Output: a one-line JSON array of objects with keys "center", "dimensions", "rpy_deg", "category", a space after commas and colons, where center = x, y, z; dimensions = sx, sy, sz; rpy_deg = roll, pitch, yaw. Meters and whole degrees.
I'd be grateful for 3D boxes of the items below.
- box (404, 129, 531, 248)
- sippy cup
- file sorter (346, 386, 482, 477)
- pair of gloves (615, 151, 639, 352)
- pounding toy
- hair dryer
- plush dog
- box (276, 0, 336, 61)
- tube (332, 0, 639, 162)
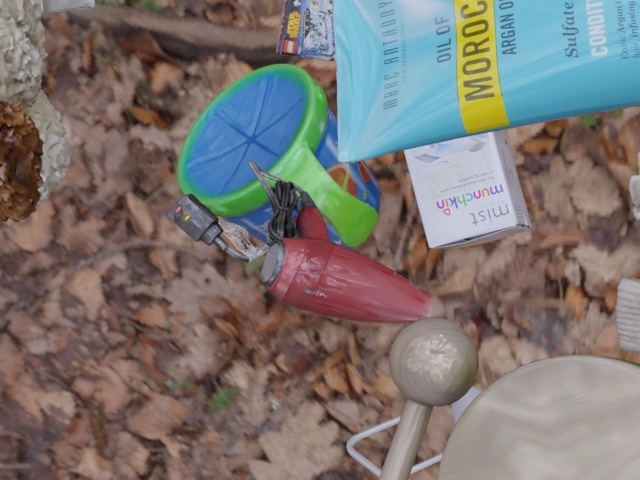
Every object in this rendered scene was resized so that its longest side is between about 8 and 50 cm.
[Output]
[{"center": [0.198, -0.111, 1.753], "dimensions": [0.127, 0.262, 0.231], "rpy_deg": [-15, 87, 12], "category": "box"}, {"center": [-0.040, -0.086, 1.764], "dimensions": [0.240, 0.224, 0.305], "rpy_deg": [-26, 44, 24], "category": "sippy cup"}, {"center": [0.153, 0.329, 1.374], "dimensions": [0.173, 0.193, 0.277], "rpy_deg": [-19, 109, -22], "category": "file sorter"}, {"center": [0.336, 0.020, 1.000], "dimensions": [0.204, 0.240, 0.042], "rpy_deg": [14, 38, 20], "category": "pair of gloves"}, {"center": [0.147, 0.145, 0.727], "dimensions": [0.237, 0.110, 0.182], "rpy_deg": [14, 99, 35], "category": "pounding toy"}, {"center": [0.000, 0.000, 1.418], "dimensions": [0.293, 0.224, 0.080], "rpy_deg": [38, 124, 15], "category": "hair dryer"}, {"center": [-0.259, -0.127, 0.823], "dimensions": [0.262, 0.225, 0.210], "rpy_deg": [28, 111, -18], "category": "plush dog"}, {"center": [-0.006, -0.327, 1.823], "dimensions": [0.094, 0.027, 0.137], "rpy_deg": [5, 104, -19], "category": "box"}, {"center": [0.105, -0.078, 0.474], "dimensions": [0.207, 0.052, 0.080], "rpy_deg": [-6, 69, 16], "category": "tube"}]
